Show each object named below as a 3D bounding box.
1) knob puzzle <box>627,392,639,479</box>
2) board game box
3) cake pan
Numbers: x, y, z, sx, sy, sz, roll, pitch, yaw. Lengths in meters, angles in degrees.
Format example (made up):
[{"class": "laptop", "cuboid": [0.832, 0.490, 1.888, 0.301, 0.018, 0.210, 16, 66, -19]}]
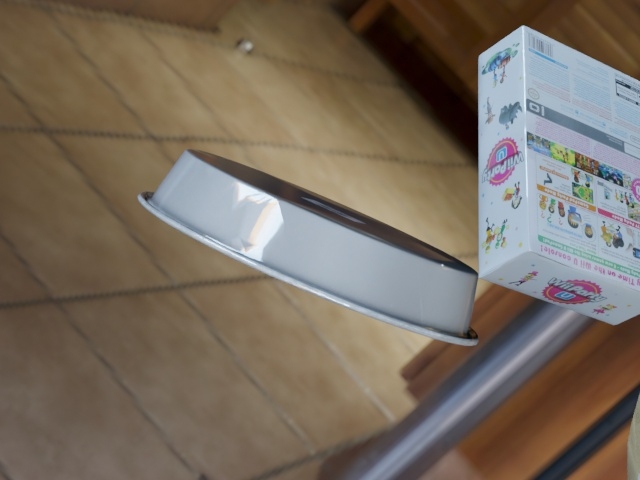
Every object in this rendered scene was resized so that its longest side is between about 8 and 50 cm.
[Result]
[{"class": "knob puzzle", "cuboid": [0.285, 0.201, 1.132, 0.030, 0.213, 0.213, -8, 39, -11]}, {"class": "board game box", "cuboid": [0.300, -0.077, 1.775, 0.224, 0.097, 0.303, 19, 58, -30]}, {"class": "cake pan", "cuboid": [0.000, 0.000, 1.166, 0.293, 0.054, 0.293, 23, 5, -2]}]
